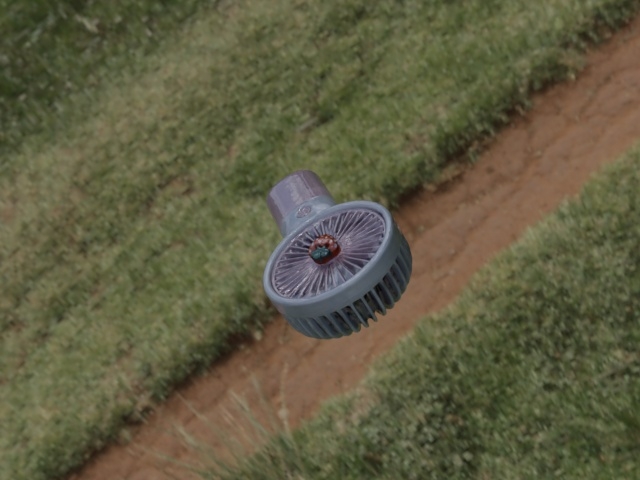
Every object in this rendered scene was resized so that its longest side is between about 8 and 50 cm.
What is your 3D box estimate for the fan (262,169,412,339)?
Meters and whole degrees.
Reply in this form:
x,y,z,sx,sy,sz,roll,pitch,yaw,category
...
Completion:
x,y,z,sx,sy,sz,roll,pitch,yaw,category
0.000,0.000,1.059,0.130,0.074,0.244,-34,31,1,fan
